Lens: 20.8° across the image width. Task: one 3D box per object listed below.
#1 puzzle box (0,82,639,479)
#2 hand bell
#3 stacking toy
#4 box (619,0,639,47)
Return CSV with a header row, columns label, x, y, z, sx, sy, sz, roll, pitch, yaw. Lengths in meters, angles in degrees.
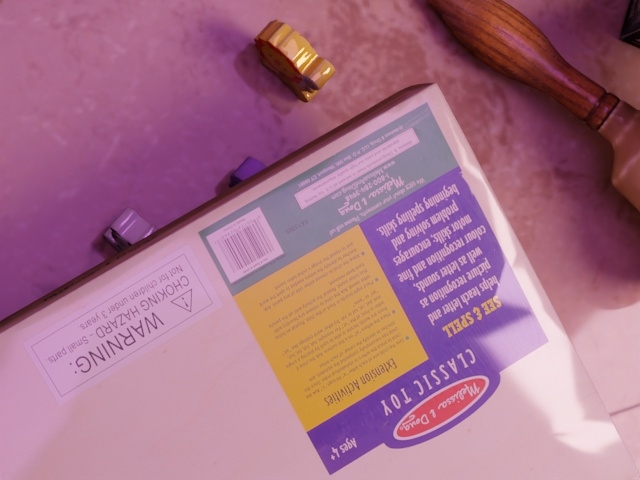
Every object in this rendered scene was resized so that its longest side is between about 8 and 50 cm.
label,x,y,z,sx,sy,sz,roll,pitch,yaw
puzzle box,-0.046,0.124,0.991,0.409,0.052,0.272,-30,100,-12
hand bell,0.171,-0.087,1.098,0.242,0.126,0.126,38,75,5
stacking toy,0.000,0.000,1.053,0.221,0.052,0.167,42,75,-7
box,0.313,-0.206,1.161,0.175,0.051,0.220,21,79,-12
